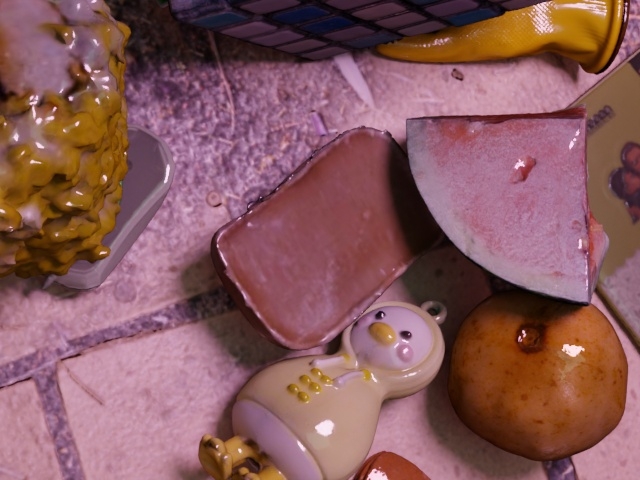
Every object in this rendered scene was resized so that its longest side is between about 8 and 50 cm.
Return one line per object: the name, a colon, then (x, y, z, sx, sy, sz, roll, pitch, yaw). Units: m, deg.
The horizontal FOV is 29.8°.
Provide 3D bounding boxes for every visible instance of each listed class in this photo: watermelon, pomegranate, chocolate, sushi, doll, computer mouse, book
watermelon: (0.215, -0.058, 1.217, 0.176, 0.260, 0.256, -45, 79, 15)
pomegranate: (0.222, 0.135, 1.225, 0.196, 0.196, 0.196, 2, 82, -19)
chocolate: (0.000, 0.000, 1.205, 0.261, 0.083, 0.161, -36, 98, -31)
sushi: (-0.349, -0.112, 0.963, 0.396, 0.240, 0.352, -7, 67, -12)
doll: (0.017, 0.145, 1.173, 0.141, 0.117, 0.296, 32, 64, 34)
computer mouse: (-0.208, -0.024, 1.149, 0.089, 0.056, 0.182, 31, 79, 10)
book: (0.395, -0.020, 1.371, 0.239, 0.035, 0.352, -39, 96, -16)

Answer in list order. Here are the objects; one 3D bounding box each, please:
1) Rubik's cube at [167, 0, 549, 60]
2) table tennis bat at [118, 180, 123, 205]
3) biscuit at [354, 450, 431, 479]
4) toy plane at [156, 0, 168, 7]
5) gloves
Rubik's cube: (0.031, -0.345, 1.099, 0.293, 0.291, 0.287, -1, 81, -62)
table tennis bat: (-0.267, -0.096, 1.128, 0.160, 0.039, 0.257, -6, 75, 2)
biscuit: (0.035, 0.290, 1.207, 0.192, 0.036, 0.186, -40, 95, -20)
toy plane: (-0.152, -0.314, 1.196, 0.174, 0.080, 0.174, 3, 80, -17)
gloves: (0.171, -0.256, 1.296, 0.294, 0.116, 0.133, 6, 75, -11)
